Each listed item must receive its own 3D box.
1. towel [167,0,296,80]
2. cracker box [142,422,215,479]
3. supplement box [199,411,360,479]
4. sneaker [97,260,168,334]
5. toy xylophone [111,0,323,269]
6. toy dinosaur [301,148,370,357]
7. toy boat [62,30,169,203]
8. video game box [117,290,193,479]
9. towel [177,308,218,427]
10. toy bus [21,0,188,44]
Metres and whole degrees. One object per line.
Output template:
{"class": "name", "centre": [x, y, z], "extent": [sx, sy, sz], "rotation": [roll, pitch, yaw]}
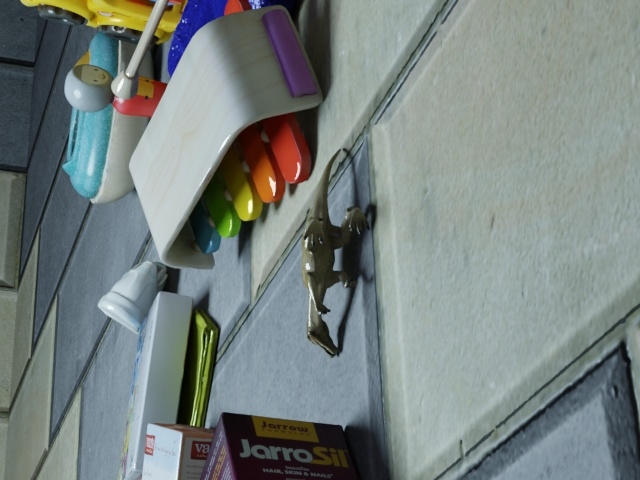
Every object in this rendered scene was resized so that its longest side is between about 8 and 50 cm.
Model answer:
{"class": "towel", "centre": [-0.095, -0.241, 1.542], "extent": [0.227, 0.076, 0.308], "rotation": [-101, 25, -48]}
{"class": "cracker box", "centre": [-0.140, 0.305, 1.472], "extent": [0.156, 0.067, 0.232], "rotation": [171, 105, -71]}
{"class": "supplement box", "centre": [-0.022, 0.218, 1.070], "extent": [0.188, 0.104, 0.080], "rotation": [-111, 33, -56]}
{"class": "sneaker", "centre": [-0.233, 0.069, 1.881], "extent": [0.094, 0.080, 0.212], "rotation": [-58, 6, -10]}
{"class": "toy xylophone", "centre": [-0.114, -0.118, 1.433], "extent": [0.323, 0.081, 0.236], "rotation": [-43, 59, 54]}
{"class": "toy dinosaur", "centre": [0.000, 0.000, 1.179], "extent": [0.092, 0.053, 0.183], "rotation": [145, 130, -69]}
{"class": "toy boat", "centre": [-0.308, -0.193, 2.075], "extent": [0.318, 0.148, 0.267], "rotation": [167, 109, -72]}
{"class": "video game box", "centre": [-0.193, 0.181, 1.684], "extent": [0.187, 0.048, 0.205], "rotation": [136, 143, -68]}
{"class": "towel", "centre": [-0.151, 0.201, 1.627], "extent": [0.102, 0.021, 0.237], "rotation": [-147, 66, -70]}
{"class": "toy bus", "centre": [-0.261, -0.345, 1.894], "extent": [0.211, 0.220, 0.149], "rotation": [15, 92, 66]}
